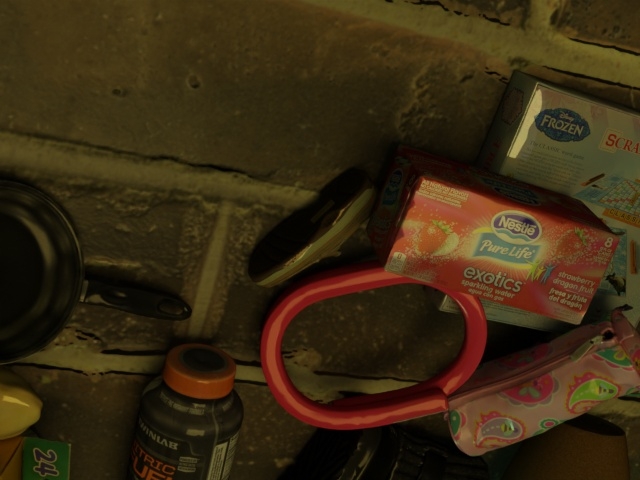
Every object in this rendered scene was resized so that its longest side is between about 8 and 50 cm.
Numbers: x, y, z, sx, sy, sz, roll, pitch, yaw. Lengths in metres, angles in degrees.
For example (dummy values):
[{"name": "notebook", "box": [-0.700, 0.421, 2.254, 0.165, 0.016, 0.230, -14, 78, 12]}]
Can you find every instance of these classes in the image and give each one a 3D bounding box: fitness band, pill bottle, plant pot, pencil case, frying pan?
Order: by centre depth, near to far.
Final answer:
[{"name": "frying pan", "box": [-0.302, 0.024, 1.048, 0.326, 0.053, 0.197, -12, 98, -41]}, {"name": "pill bottle", "box": [-0.170, 0.254, 1.167, 0.130, 0.130, 0.246, 5, 112, -21]}, {"name": "fitness band", "box": [0.068, 0.129, 1.187, 0.290, 0.054, 0.209, -12, 103, 3]}, {"name": "pencil case", "box": [0.301, 0.190, 1.254, 0.284, 0.124, 0.124, -28, 124, 24]}, {"name": "plant pot", "box": [0.359, 0.387, 1.381, 0.237, 0.237, 0.255, 10, 95, -23]}]

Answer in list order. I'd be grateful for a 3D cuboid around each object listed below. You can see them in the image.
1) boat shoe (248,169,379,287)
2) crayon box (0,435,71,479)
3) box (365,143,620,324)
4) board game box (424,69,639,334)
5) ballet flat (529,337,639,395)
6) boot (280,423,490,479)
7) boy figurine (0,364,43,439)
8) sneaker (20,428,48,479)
[{"name": "boat shoe", "box": [0.000, 0.000, 1.143, 0.190, 0.068, 0.072, -38, 132, 2]}, {"name": "crayon box", "box": [-0.456, 0.306, 1.057, 0.322, 0.083, 0.203, 9, 113, 0]}, {"name": "box", "box": [0.198, -0.008, 1.098, 0.256, 0.128, 0.123, 16, 110, -13]}, {"name": "board game box", "box": [0.337, -0.030, 1.240, 0.318, 0.066, 0.318, 13, 110, -23]}, {"name": "ballet flat", "box": [0.401, 0.178, 1.363, 0.221, 0.077, 0.079, 9, 108, -18]}, {"name": "boot", "box": [0.062, 0.411, 1.322, 0.260, 0.131, 0.348, 31, 101, -29]}, {"name": "boy figurine", "box": [-0.443, 0.152, 1.009, 0.285, 0.177, 0.092, 8, 149, -11]}, {"name": "sneaker", "box": [-0.385, 0.361, 1.164, 0.161, 0.102, 0.282, -20, 120, -5]}]
